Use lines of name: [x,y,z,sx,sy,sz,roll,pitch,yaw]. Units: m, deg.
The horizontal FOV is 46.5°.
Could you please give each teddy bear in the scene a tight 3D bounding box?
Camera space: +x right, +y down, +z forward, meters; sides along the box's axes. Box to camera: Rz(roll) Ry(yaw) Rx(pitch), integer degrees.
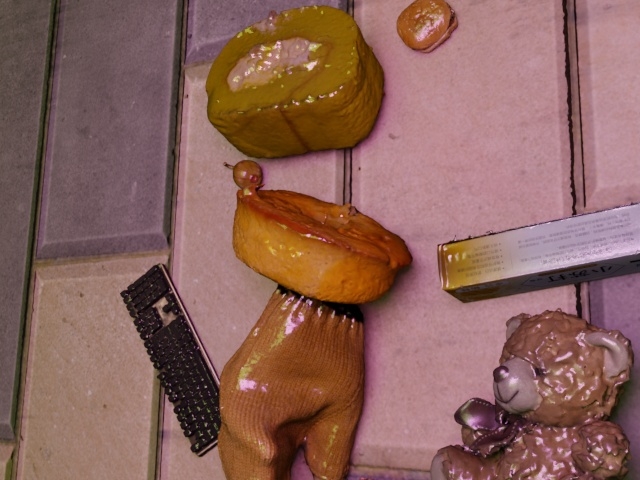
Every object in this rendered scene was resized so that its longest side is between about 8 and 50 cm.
teddy bear: [0.263,0.205,0.854,0.267,0.156,0.256,0,83,59]

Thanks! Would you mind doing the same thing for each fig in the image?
fig: [-0.126,-0.110,1.194,0.083,0.050,0.050,30,95,44]

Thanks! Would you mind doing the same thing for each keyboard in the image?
keyboard: [-0.235,0.188,1.202,0.106,0.027,0.317,-39,64,16]

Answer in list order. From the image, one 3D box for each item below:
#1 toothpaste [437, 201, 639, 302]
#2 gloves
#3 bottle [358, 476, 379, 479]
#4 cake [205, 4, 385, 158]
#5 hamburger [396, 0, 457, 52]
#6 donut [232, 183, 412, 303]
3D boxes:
toothpaste: [0.304,0.011,0.909,0.312,0.089,0.071,-14,66,26]
gloves: [-0.044,0.230,1.008,0.155,0.203,0.357,1,74,51]
bottle: [0.067,0.416,0.926,0.147,0.147,0.237,-16,65,25]
cake: [-0.040,-0.233,1.111,0.260,0.156,0.179,-3,62,23]
hamburger: [0.153,-0.318,1.084,0.083,0.044,0.076,-44,62,17]
donut: [-0.003,-0.001,0.997,0.253,0.253,0.118,21,101,30]
